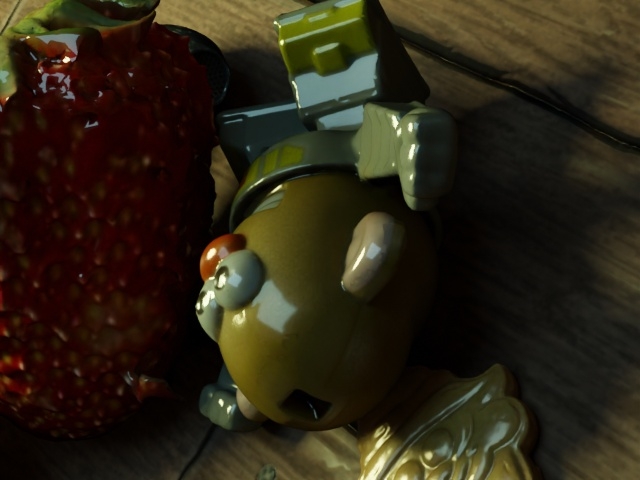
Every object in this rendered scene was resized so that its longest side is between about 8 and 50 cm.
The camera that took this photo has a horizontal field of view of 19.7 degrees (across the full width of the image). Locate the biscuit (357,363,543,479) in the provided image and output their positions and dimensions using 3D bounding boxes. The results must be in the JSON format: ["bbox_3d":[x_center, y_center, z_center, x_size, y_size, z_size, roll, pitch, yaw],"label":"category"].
[{"bbox_3d":[0.083,0.157,1.193,0.162,0.035,0.250,-58,40,9],"label":"biscuit"}]

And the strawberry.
[{"bbox_3d":[-0.188,-0.009,1.391,0.292,0.343,0.292,-20,12,4],"label":"strawberry"}]

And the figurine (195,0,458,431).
[{"bbox_3d":[0.002,0.000,1.261,0.342,0.167,0.285,96,176,-54],"label":"figurine"}]

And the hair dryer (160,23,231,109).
[{"bbox_3d":[-0.182,-0.057,1.586,0.235,0.091,0.272,7,76,59],"label":"hair dryer"}]
